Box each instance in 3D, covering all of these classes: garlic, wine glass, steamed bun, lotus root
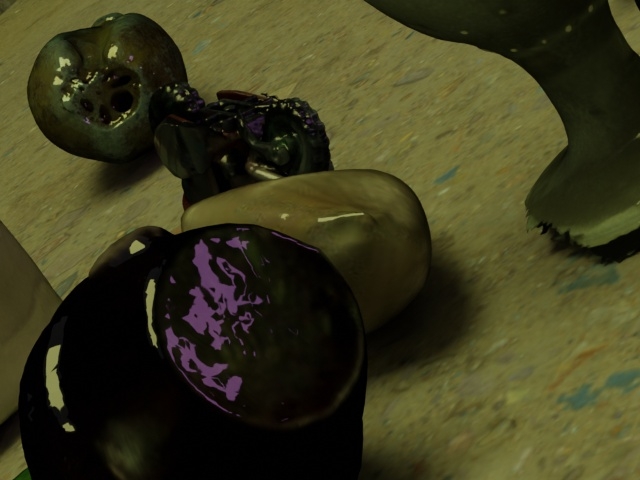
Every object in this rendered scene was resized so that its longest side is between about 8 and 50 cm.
[{"bbox_3d":[-0.009,0.002,1.135,0.143,0.112,0.318,-12,11,-1],"label":"garlic"},{"bbox_3d":[0.090,-0.172,0.997,0.190,0.357,0.190,-34,14,10],"label":"wine glass"},{"bbox_3d":[-0.293,0.081,1.393,0.164,0.146,0.242,-26,18,37],"label":"steamed bun"},{"bbox_3d":[-0.212,-0.159,1.900,0.158,0.140,0.322,-17,13,1],"label":"lotus root"}]

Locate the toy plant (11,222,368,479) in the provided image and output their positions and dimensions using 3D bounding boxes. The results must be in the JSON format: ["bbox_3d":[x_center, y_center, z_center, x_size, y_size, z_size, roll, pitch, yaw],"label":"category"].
[{"bbox_3d":[-0.077,0.108,0.923,0.218,0.175,0.235,-42,-10,-43],"label":"toy plant"}]

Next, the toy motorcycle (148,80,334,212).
[{"bbox_3d":[-0.059,-0.055,1.402,0.082,0.122,0.213,-32,26,-30],"label":"toy motorcycle"}]

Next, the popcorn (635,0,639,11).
[{"bbox_3d":[0.249,-0.152,0.831,0.215,0.252,0.286,-62,31,18],"label":"popcorn"}]
